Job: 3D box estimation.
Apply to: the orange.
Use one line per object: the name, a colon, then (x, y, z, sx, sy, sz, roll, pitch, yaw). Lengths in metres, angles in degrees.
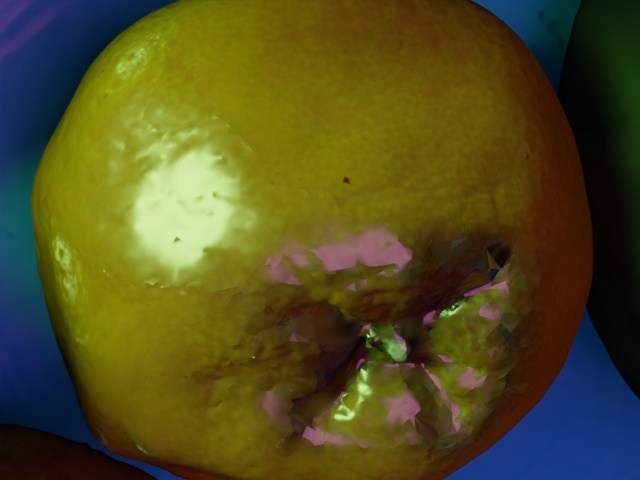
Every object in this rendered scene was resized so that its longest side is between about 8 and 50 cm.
orange: (0.000, 0.000, 0.682, 0.249, 0.183, 0.249, -8, 111, -23)

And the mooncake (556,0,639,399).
mooncake: (0.293, -0.034, 0.769, 0.356, 0.194, 0.356, -2, 95, -26)

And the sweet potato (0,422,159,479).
sweet potato: (-0.203, 0.131, 0.684, 0.354, 0.095, 0.106, -7, 74, -12)
